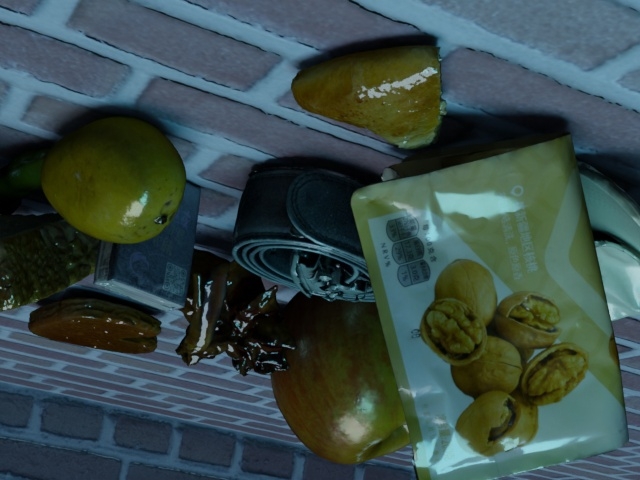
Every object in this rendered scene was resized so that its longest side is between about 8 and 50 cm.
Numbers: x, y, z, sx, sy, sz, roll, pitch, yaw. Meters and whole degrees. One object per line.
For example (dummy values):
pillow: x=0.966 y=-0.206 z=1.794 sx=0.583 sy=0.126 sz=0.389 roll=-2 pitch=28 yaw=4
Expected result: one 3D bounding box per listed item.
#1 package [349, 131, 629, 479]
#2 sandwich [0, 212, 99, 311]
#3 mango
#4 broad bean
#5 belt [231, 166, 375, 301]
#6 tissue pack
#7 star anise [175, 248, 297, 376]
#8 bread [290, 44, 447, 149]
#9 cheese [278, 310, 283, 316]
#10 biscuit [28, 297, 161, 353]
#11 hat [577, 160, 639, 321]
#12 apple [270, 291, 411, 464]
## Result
package: x=0.163 y=0.061 z=1.043 sx=0.221 sy=0.311 sz=0.165 roll=-15 pitch=-170 yaw=2
sandwich: x=-0.414 y=0.031 z=1.290 sx=0.254 sy=0.099 sz=0.288 roll=-5 pitch=-170 yaw=15
mango: x=-0.226 y=-0.067 z=1.111 sx=0.195 sy=0.137 sz=0.098 roll=13 pitch=-158 yaw=39
broad bean: x=-0.370 y=-0.070 z=1.268 sx=0.065 sy=0.046 sz=0.254 roll=0 pitch=169 yaw=-29
belt: x=0.000 y=0.000 z=1.205 sx=0.206 sy=0.116 sz=0.267 roll=7 pitch=164 yaw=20
tissue pack: x=-0.198 y=-0.007 z=1.210 sx=0.051 sy=0.156 sz=0.112 roll=-15 pitch=151 yaw=41
star anise: x=-0.132 y=0.089 z=1.373 sx=0.237 sy=0.148 sz=0.346 roll=53 pitch=166 yaw=7
bread: x=0.067 y=-0.130 z=0.904 sx=0.154 sy=0.054 sz=0.136 roll=13 pitch=158 yaw=-22
cheese: x=-0.079 y=0.158 z=1.763 sx=0.286 sy=0.074 sz=0.189 roll=19 pitch=158 yaw=-18
biscuit: x=-0.392 y=0.155 z=1.927 sx=0.262 sy=0.052 sz=0.277 roll=15 pitch=160 yaw=-32
hat: x=0.308 y=0.017 z=1.130 sx=0.258 sy=0.168 sz=0.301 roll=-14 pitch=126 yaw=36
apple: x=0.063 y=0.194 z=1.509 sx=0.301 sy=0.301 sz=0.301 roll=8 pitch=161 yaw=3
